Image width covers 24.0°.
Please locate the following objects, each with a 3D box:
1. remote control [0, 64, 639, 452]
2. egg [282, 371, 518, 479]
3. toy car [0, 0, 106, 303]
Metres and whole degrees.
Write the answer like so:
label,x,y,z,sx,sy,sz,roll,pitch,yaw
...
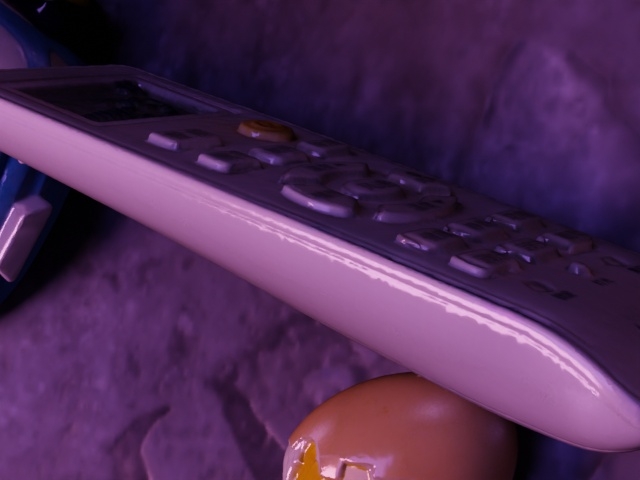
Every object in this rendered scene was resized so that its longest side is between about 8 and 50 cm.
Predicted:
label,x,y,z,sx,sy,sz,roll,pitch,yaw
remote control,0.000,0.000,0.541,0.313,0.109,0.055,23,111,32
egg,0.030,0.081,0.529,0.083,0.071,0.071,-28,65,25
toy car,-0.243,-0.085,0.699,0.314,0.166,0.198,40,106,33
